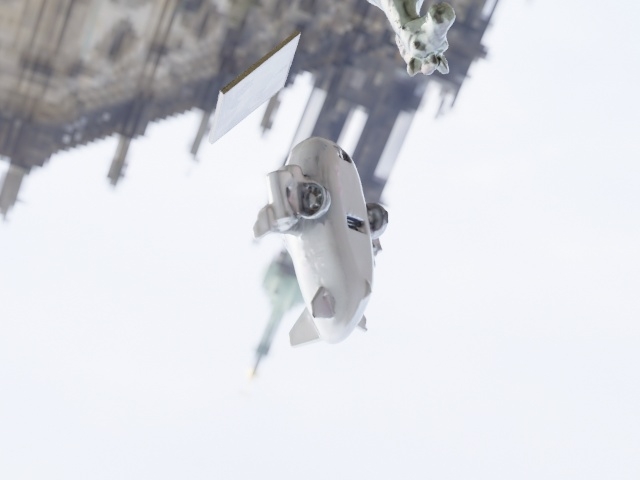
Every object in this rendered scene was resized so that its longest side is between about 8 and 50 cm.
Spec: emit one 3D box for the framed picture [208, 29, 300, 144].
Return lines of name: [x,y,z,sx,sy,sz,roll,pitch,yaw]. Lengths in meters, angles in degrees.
framed picture: [-0.090,-0.203,2.434,0.136,0.201,0.010,-39,-97,-16]

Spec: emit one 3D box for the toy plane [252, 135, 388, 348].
toy plane: [0.000,0.000,2.067,0.245,0.117,0.244,37,-136,-47]

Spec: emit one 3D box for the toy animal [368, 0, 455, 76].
toy animal: [0.076,-0.285,1.801,0.090,0.170,0.255,-5,-149,0]
